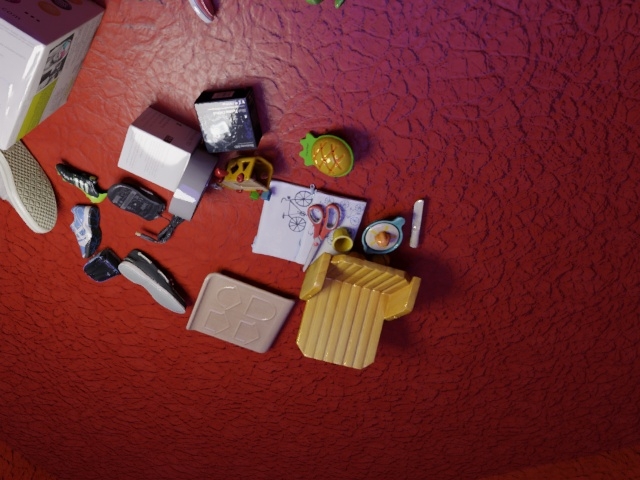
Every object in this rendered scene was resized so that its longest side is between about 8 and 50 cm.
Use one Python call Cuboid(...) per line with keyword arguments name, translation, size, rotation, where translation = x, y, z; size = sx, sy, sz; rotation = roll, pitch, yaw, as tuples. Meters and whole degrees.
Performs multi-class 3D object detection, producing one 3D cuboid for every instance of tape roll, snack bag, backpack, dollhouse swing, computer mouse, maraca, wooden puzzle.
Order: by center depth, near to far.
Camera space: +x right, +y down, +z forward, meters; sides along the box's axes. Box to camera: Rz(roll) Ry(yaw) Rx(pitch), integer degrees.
Cuboid(name="maraca", translation=(0.017, -0.259, 1.490), size=(0.185, 0.099, 0.127), rotation=(19, 120, 23))
Cuboid(name="tape roll", translation=(-0.386, -0.171, 1.511), size=(0.072, 0.219, 0.219), rotation=(24, 124, -13))
Cuboid(name="dollhouse swing", translation=(0.108, 0.256, 1.682), size=(0.346, 0.305, 0.315), rotation=(17, 159, -11))
Cuboid(name="snack bag", translation=(-0.048, -0.043, 1.684), size=(0.342, 0.037, 0.323), rotation=(15, 126, -5))
Cuboid(name="computer mouse", translation=(-0.607, -0.096, 1.688), size=(0.261, 0.060, 0.184), rotation=(25, 120, -26))
Cuboid(name="backpack", translation=(-0.799, 0.094, 1.821), size=(0.114, 0.084, 0.105), rotation=(-27, 118, 17))
Cuboid(name="wooden puzzle", translation=(-0.309, 0.273, 1.914), size=(0.347, 0.081, 0.322), rotation=(19, 125, -14))

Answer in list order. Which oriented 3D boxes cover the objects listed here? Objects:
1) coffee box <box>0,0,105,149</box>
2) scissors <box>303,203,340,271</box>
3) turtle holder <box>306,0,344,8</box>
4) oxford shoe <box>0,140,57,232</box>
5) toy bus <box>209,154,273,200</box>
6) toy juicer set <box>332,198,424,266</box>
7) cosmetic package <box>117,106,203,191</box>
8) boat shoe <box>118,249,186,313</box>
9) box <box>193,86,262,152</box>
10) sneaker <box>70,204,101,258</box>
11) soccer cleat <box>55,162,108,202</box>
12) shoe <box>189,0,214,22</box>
Cuboid(name="coffee box", translation=(-0.819, -0.506, 1.242), size=(0.337, 0.334, 0.338), rotation=(32, 124, -18))
Cuboid(name="scissors", translation=(0.000, 0.000, 1.675), size=(0.108, 0.021, 0.297), rotation=(6, 125, -1))
Cuboid(name="turtle holder", translation=(0.016, -0.704, 1.085), size=(0.227, 0.243, 0.320), rotation=(39, 131, -1))
Cuboid(name="oxford shoe", translation=(-0.998, -0.222, 1.569), size=(0.129, 0.169, 0.450), rotation=(-17, 115, 13))
Cuboid(name="toy bus", translation=(-0.241, -0.211, 1.539), size=(0.202, 0.105, 0.191), rotation=(16, 169, -4))
Cuboid(name="toy juicer set", translation=(0.217, 0.012, 1.646), size=(0.328, 0.090, 0.209), rotation=(-20, 126, 9))
Cuboid(name="cosmetic package", translation=(-0.478, -0.273, 1.489), size=(0.183, 0.151, 0.151), rotation=(24, 124, -13))
Cuboid(name="boat shoe", translation=(-0.603, 0.155, 1.842), size=(0.114, 0.091, 0.303), rotation=(-15, 127, 39))
Cuboid(name="box", translation=(-0.266, -0.351, 1.450), size=(0.155, 0.093, 0.158), rotation=(-4, 126, 8))
Cuboid(name="sneaker", translation=(-0.830, -0.034, 1.746), size=(0.081, 0.080, 0.211), rotation=(15, 116, 2))
Cuboid(name="soccer cleat", translation=(-0.784, -0.199, 1.633), size=(0.072, 0.060, 0.179), rotation=(-35, 122, 15))
Cuboid(name="shoe", translation=(-0.302, -0.653, 1.255), size=(0.081, 0.063, 0.178), rotation=(-16, 118, 22))
